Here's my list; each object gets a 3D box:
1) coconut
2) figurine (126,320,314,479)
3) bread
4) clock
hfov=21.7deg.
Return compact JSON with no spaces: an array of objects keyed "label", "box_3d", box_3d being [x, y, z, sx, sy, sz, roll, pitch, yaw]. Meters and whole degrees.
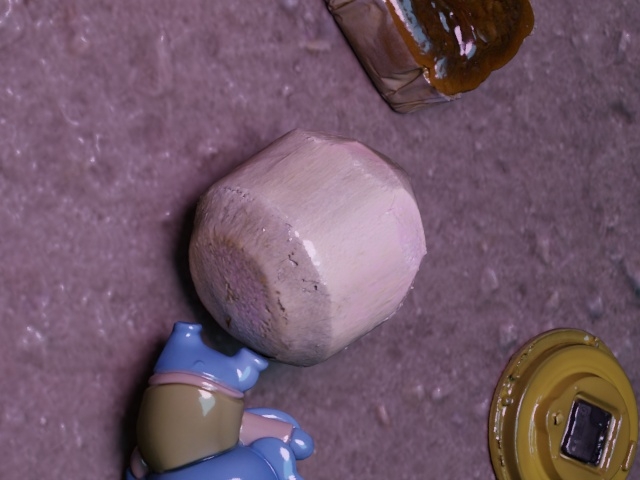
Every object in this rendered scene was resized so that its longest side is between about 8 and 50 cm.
[{"label":"coconut","box_3d":[0.000,0.000,1.612,0.234,0.224,0.224,-25,104,-34]},{"label":"figurine","box_3d":[-0.092,0.215,1.576,0.180,0.154,0.262,9,89,-22]},{"label":"bread","box_3d":[0.119,-0.257,1.767,0.192,0.109,0.210,-41,112,-31]},{"label":"clock","box_3d":[0.294,0.217,1.919,0.237,0.057,0.237,0,90,-37]}]
